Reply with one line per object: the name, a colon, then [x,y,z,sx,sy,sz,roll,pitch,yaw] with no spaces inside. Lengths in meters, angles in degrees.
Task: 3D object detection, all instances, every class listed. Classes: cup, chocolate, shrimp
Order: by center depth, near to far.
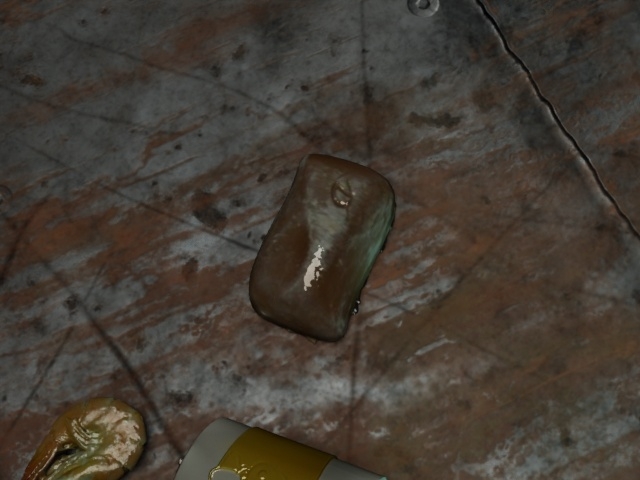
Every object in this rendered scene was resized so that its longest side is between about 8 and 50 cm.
cup: [-0.063,0.341,1.079,0.226,0.185,0.241,24,68,18]
shrimp: [-0.322,0.284,1.190,0.217,0.051,0.115,-35,65,-7]
chocolate: [0.000,-0.001,1.245,0.161,0.083,0.261,17,74,12]
